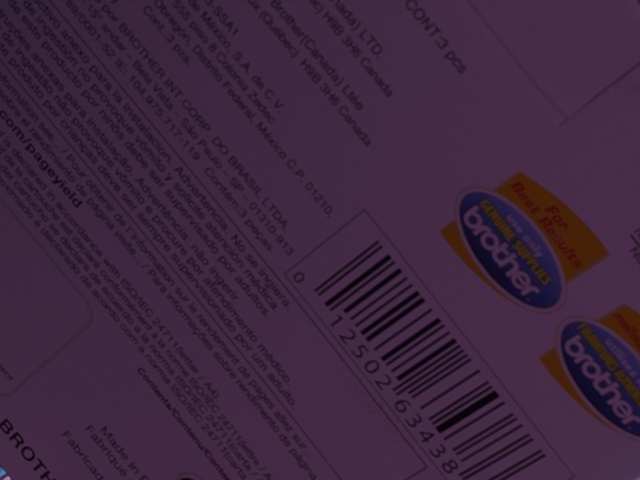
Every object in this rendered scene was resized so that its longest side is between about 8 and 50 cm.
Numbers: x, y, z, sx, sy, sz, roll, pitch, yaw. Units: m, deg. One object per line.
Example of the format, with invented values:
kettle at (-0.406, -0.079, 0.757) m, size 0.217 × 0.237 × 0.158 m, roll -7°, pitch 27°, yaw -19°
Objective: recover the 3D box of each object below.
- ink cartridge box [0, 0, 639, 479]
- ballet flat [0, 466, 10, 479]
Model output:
ink cartridge box at (0.025, -0.041, 0.510) m, size 0.395 × 0.270 × 0.151 m, roll -39°, pitch 180°, yaw 41°
ballet flat at (-0.184, 0.040, 1.004) m, size 0.409 × 0.147 × 0.147 m, roll -37°, pitch 179°, yaw -13°
